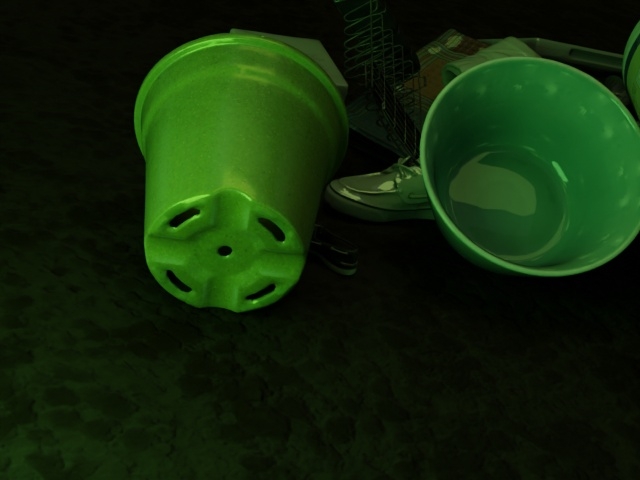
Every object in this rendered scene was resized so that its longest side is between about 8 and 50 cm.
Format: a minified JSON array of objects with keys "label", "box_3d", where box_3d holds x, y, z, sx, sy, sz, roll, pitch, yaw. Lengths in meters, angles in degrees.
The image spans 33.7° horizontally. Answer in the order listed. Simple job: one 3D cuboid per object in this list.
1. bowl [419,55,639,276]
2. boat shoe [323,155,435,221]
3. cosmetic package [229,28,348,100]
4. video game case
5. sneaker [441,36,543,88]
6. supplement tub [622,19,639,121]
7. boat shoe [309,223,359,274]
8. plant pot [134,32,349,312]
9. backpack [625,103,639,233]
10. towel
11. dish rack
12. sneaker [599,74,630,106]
[{"label":"bowl","box_3d":[0.271,-0.074,1.431,0.311,0.163,0.311,3,69,-7]},{"label":"boat shoe","box_3d":[0.129,-0.082,1.536,0.258,0.084,0.095,-1,33,-26]},{"label":"cosmetic package","box_3d":[-0.065,-0.214,1.614,0.151,0.151,0.183,4,32,-18]},{"label":"video game case","box_3d":[0.425,-0.349,2.035,0.300,0.036,0.329,4,7,-29]},{"label":"sneaker","box_3d":[0.314,-0.216,1.669,0.169,0.108,0.292,-23,40,-21]},{"label":"supplement tub","box_3d":[0.532,-0.161,1.344,0.228,0.228,0.316,8,42,-11]},{"label":"boat shoe","box_3d":[0.000,0.000,1.381,0.046,0.038,0.125,-17,42,-43]},{"label":"plant pot","box_3d":[-0.102,-0.063,1.254,0.276,0.276,0.254,10,40,-8]},{"label":"backpack","box_3d":[0.612,-0.066,1.586,0.290,0.273,0.355,10,10,-8]},{"label":"towel","box_3d":[0.221,-0.230,1.770,0.271,0.040,0.370,29,50,25]},{"label":"dish rack","box_3d":[0.097,-0.249,1.624,0.074,0.208,0.271,-19,47,23]},{"label":"sneaker","box_3d":[0.523,-0.254,1.979,0.090,0.115,0.232,27,31,22]}]
